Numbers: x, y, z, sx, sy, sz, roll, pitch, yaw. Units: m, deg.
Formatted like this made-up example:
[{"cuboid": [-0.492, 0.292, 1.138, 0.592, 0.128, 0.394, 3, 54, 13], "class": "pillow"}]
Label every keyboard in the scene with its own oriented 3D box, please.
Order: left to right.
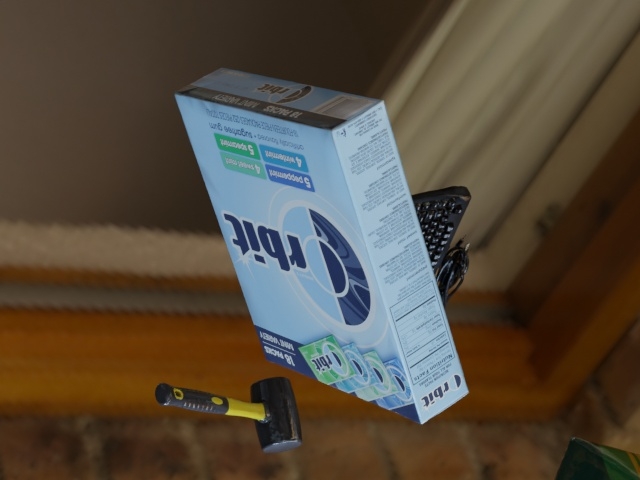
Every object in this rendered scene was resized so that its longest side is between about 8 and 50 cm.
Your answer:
[{"cuboid": [0.079, 0.033, 1.575, 0.100, 0.192, 0.038, -14, -125, -31], "class": "keyboard"}]

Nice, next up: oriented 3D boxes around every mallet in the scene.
[{"cuboid": [-0.074, 0.145, 1.620, 0.189, 0.039, 0.062, 6, -115, -61], "class": "mallet"}]

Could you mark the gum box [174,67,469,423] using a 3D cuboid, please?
[{"cuboid": [0.000, 0.000, 1.124, 0.041, 0.184, 0.157, -30, -153, -28], "class": "gum box"}]

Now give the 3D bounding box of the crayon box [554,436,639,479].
[{"cuboid": [0.336, 0.256, 1.513, 0.202, 0.081, 0.318, 17, -173, -28], "class": "crayon box"}]
